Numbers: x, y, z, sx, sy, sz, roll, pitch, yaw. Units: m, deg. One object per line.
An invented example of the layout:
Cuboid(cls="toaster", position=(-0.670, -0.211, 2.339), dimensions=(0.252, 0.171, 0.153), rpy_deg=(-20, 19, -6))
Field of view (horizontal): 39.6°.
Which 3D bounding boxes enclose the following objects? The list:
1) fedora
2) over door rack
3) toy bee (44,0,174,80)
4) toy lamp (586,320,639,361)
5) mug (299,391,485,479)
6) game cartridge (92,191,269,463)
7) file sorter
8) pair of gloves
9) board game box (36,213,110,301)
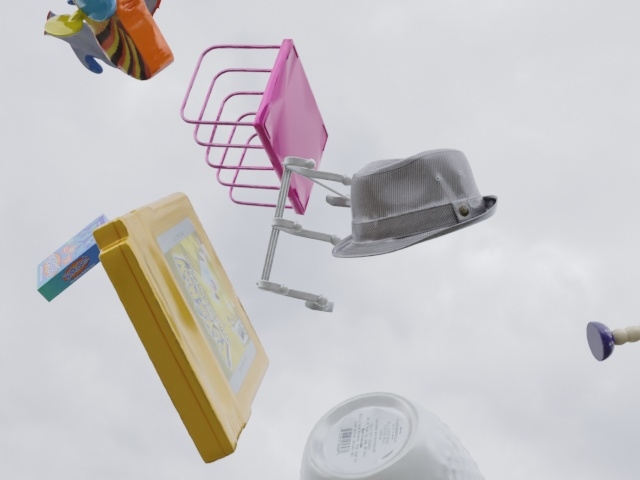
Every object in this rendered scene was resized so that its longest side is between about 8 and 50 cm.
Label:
Cuboid(cls="fedora", position=(0.136, -0.070, 1.363), dimensions=(0.244, 0.275, 0.124), rpy_deg=(0, -75, 63))
Cuboid(cls="over door rack", position=(0.000, 0.000, 1.619), dimensions=(0.108, 0.239, 0.324), rpy_deg=(10, -7, 19))
Cuboid(cls="toy bee", position=(-0.321, -0.378, 1.281), dimensions=(0.162, 0.195, 0.298), rpy_deg=(9, -69, 40))
Cuboid(cls="toy lamp", position=(0.603, 0.150, 1.531), dimensions=(0.274, 0.080, 0.080), rpy_deg=(-12, -49, -4))
Cuboid(cls="mug", position=(0.096, 0.421, 1.251), dimensions=(0.276, 0.374, 0.328), rpy_deg=(-6, -57, 28))
Cuboid(cls="game cartridge", position=(-0.156, 0.086, 1.094), dimensions=(0.052, 0.324, 0.285), rpy_deg=(-25, -83, 5))
Cuboid(cls="file sorter", position=(-0.124, -0.216, 1.720), dimensions=(0.182, 0.202, 0.291), rpy_deg=(5, -29, 19))
Cuboid(cls="pair of gloves", position=(-0.348, -0.348, 1.402), dimensions=(0.159, 0.023, 0.198), rpy_deg=(20, -49, -18))
Cuboid(cls="board game box", position=(-0.582, 0.039, 2.123), dimensions=(0.210, 0.160, 0.047), rpy_deg=(-39, -64, -1))
